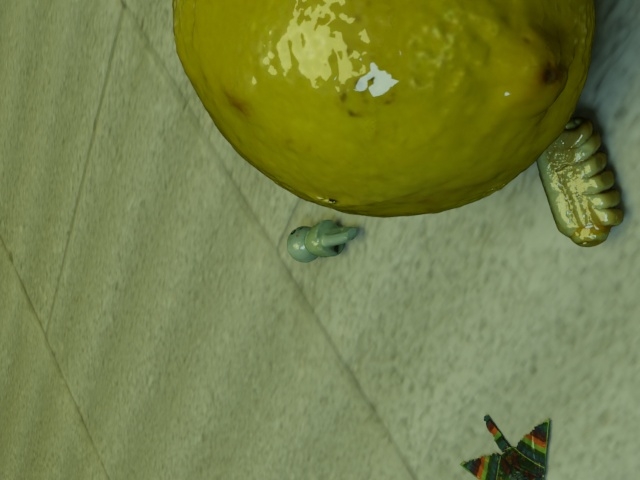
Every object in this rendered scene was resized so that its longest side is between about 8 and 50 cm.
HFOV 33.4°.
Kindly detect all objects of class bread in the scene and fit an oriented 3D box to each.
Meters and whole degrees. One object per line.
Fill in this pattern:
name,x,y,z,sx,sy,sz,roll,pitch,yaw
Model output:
bread,0.174,-0.039,0.714,0.049,0.034,0.088,-24,84,42

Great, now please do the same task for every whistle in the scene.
whistle,0.000,0.000,0.987,0.100,0.035,0.035,-13,89,55

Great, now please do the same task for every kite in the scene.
kite,0.152,0.177,0.840,0.090,0.004,0.122,64,144,21

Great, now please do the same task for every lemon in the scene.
lemon,0.037,-0.140,0.693,0.284,0.260,0.260,34,129,24
